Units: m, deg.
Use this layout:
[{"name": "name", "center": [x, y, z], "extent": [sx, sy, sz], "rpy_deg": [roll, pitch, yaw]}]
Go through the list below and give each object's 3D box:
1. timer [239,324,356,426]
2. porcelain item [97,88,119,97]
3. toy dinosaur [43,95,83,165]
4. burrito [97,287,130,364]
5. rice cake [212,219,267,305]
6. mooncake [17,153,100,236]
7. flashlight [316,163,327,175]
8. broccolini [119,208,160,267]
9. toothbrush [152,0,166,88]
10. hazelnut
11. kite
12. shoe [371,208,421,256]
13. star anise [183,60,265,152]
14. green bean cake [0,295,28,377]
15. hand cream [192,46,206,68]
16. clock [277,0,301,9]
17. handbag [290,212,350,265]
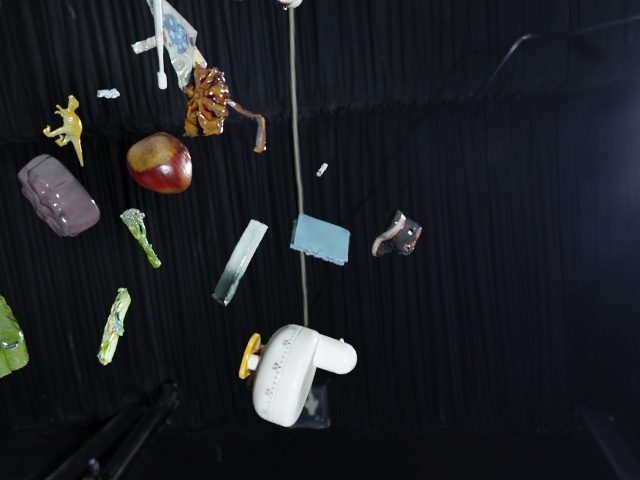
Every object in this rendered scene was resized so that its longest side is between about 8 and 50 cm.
[{"name": "timer", "center": [-0.052, 0.318, 1.206], "extent": [0.239, 0.234, 0.233], "rpy_deg": [16, -165, 9]}, {"name": "porcelain item", "center": [-0.831, -0.575, 2.006], "extent": [0.083, 0.028, 0.036], "rpy_deg": [-18, 155, -44]}, {"name": "toy dinosaur", "center": [-0.666, -0.299, 1.393], "extent": [0.126, 0.162, 0.039], "rpy_deg": [-43, -137, -3]}, {"name": "burrito", "center": [-0.743, 0.316, 1.854], "extent": [0.054, 0.288, 0.104], "rpy_deg": [20, 171, -36]}, {"name": "rice cake", "center": [-0.302, 0.082, 1.896], "extent": [0.066, 0.337, 0.063], "rpy_deg": [27, 178, 25]}, {"name": "mooncake", "center": [-0.867, -0.140, 1.681], "extent": [0.282, 0.283, 0.141], "rpy_deg": [6, -137, 47]}, {"name": "flashlight", "center": [0.006, -0.311, 2.252], "extent": [0.018, 0.018, 0.083], "rpy_deg": [20, -138, 10]}, {"name": "broccolini", "center": [-0.556, -0.009, 1.620], "extent": [0.067, 0.216, 0.058], "rpy_deg": [-9, -141, 15]}, {"name": "toothbrush", "center": [-0.439, -0.579, 1.389], "extent": [0.025, 0.343, 0.030], "rpy_deg": [-13, -136, -26]}, {"name": "hazelnut", "center": [-0.553, -0.257, 1.793], "extent": [0.229, 0.230, 0.229], "rpy_deg": [-5, -169, 1]}, {"name": "kite", "center": [-0.443, -0.584, 1.466], "extent": [0.011, 0.336, 0.314], "rpy_deg": [-10, -157, 27]}, {"name": "shoe", "center": [0.265, -0.011, 1.770], "extent": [0.137, 0.114, 0.291], "rpy_deg": [25, 159, -2]}, {"name": "star anise", "center": [-0.282, -0.353, 1.423], "extent": [0.346, 0.238, 0.148], "rpy_deg": [38, -148, 19]}, {"name": "green bean cake", "center": [-0.961, 0.274, 1.385], "extent": [0.249, 0.157, 0.247], "rpy_deg": [-25, -125, -36]}, {"name": "hand cream", "center": [-0.455, -0.663, 1.745], "extent": [0.084, 0.203, 0.084], "rpy_deg": [-36, 173, -5]}, {"name": "clock", "center": [-0.098, -0.827, 1.649], "extent": [0.103, 0.144, 0.231], "rpy_deg": [22, -165, -2]}, {"name": "handbag", "center": [0.000, 0.000, 1.886], "extent": [0.221, 0.144, 0.057], "rpy_deg": [20, 145, -22]}]
